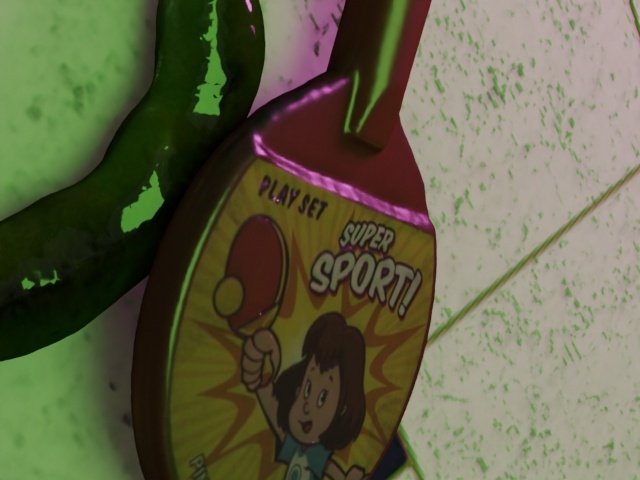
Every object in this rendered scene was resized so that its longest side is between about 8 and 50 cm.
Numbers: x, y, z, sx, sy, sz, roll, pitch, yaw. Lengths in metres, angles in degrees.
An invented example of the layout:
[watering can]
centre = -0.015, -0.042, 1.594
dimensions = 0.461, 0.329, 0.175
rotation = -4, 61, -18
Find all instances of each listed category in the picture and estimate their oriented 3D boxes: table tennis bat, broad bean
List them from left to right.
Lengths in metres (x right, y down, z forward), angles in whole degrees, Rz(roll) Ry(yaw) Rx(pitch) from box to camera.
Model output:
[broad bean]
centre = -0.107, -0.038, 0.516
dimensions = 0.144, 0.049, 0.292
rotation = 45, 65, -30
[table tennis bat]
centre = 0.000, 0.000, 0.588
dimensions = 0.200, 0.038, 0.310
rotation = 19, 86, -53
